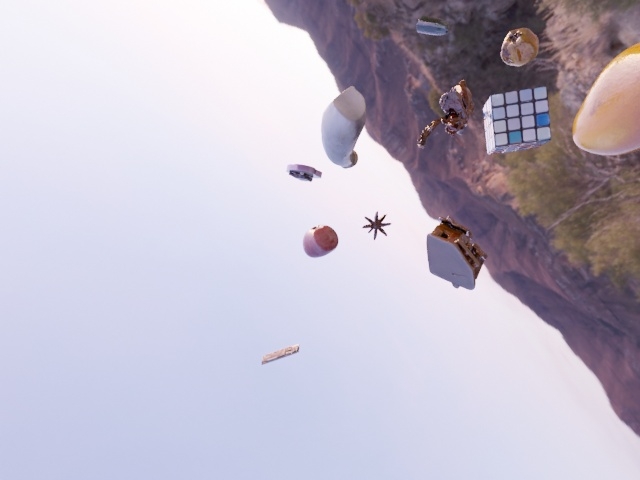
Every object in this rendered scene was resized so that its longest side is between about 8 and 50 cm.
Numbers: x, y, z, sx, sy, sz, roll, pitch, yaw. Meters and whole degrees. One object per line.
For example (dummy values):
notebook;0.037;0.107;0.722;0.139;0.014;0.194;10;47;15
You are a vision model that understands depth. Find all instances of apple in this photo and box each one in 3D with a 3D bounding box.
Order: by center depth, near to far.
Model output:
apple;0.000;0.000;1.778;0.153;0.153;0.120;-44;-65;-69

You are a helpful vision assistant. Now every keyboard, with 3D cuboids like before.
keyboard;-0.164;0.461;1.783;0.055;0.166;0.017;-84;-28;-71

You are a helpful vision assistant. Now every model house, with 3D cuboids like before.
model house;0.508;0.029;1.612;0.200;0.219;0.229;18;-137;26

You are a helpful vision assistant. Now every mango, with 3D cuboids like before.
mango;0.639;-0.269;0.915;0.138;0.257;0.187;-28;-114;-23

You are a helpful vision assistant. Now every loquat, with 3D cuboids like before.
loquat;0.727;-0.706;1.600;0.137;0.137;0.113;34;-113;-37

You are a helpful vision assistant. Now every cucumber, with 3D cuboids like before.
cucumber;0.333;-0.626;1.278;0.105;0.048;0.048;30;-173;34

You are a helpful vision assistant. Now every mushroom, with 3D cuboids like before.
mushroom;0.056;-0.274;1.168;0.103;0.118;0.270;51;162;20

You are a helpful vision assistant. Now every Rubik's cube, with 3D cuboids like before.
Rubik's cube;0.577;-0.350;1.297;0.151;0.155;0.154;-13;-84;-75

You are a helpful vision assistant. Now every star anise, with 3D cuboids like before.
star anise;0.555;-0.537;1.911;0.148;0.346;0.237;46;-170;37
star anise;0.262;-0.073;2.033;0.141;0.141;0.042;48;-174;-7

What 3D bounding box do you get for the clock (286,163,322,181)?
clock;-0.093;-0.328;2.145;0.172;0.064;0.198;10;179;21
